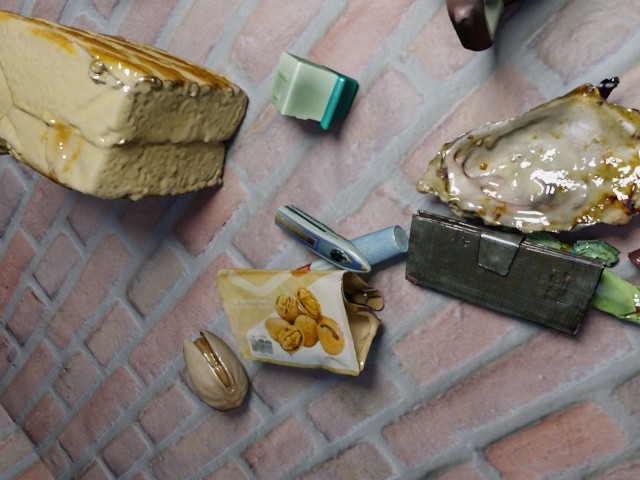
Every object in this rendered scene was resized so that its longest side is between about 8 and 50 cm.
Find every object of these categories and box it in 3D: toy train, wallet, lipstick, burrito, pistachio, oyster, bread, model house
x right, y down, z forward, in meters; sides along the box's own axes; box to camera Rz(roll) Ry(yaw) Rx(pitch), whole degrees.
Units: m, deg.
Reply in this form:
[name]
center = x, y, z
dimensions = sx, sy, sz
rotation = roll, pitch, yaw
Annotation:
[toy train]
center = 0.001, 0.000, 0.927
dimensions = 0.252, 0.048, 0.055
rotation = 33, 113, 37
[wallet]
center = 0.307, 0.057, 0.808
dimensions = 0.317, 0.044, 0.168
rotation = 19, 131, 26
[lipstick]
center = 0.051, 0.039, 0.954
dimensions = 0.274, 0.061, 0.068
rotation = -22, 94, 33
[burrito]
center = 0.435, 0.035, 0.775
dimensions = 0.288, 0.054, 0.104
rotation = 34, 113, 16
[pistachio]
center = -0.269, 0.331, 1.149
dimensions = 0.223, 0.126, 0.152
rotation = 57, 154, 3
[oyster]
center = 0.348, -0.098, 0.747
dimensions = 0.362, 0.096, 0.221
rotation = -19, 82, 26
[bread]
center = -0.414, -0.262, 0.921
dimensions = 0.391, 0.371, 0.279
rotation = 24, 113, 17
[model house]
center = -0.009, -0.281, 0.864
dimensions = 0.100, 0.149, 0.127
rotation = -69, 28, 25

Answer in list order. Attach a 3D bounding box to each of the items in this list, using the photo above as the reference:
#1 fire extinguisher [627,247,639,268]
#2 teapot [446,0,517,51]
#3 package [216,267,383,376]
[fire extinguisher]
center = 0.556, -0.001, 0.707
dimensions = 0.039, 0.056, 0.132
rotation = 34, 122, -16
[teapot]
center = 0.219, -0.425, 0.609
dimensions = 0.234, 0.312, 0.314
rotation = 6, 106, 26
[package]
center = -0.037, 0.138, 0.966
dimensions = 0.312, 0.165, 0.221
rotation = -4, 109, 32
